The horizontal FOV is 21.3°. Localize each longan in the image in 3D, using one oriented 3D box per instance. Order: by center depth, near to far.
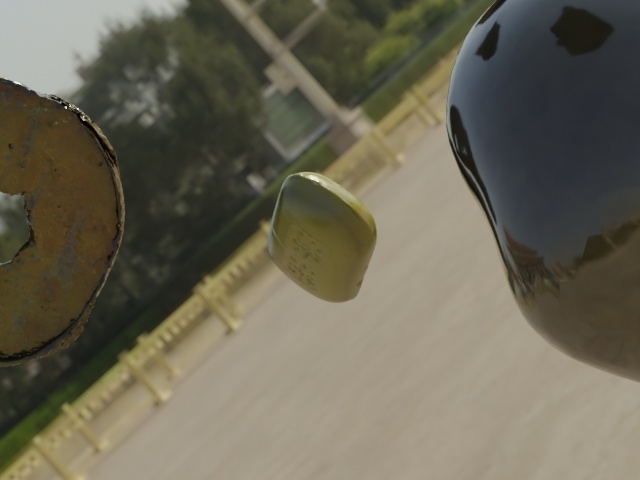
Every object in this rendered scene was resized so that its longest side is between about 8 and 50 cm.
[{"bbox_3d":[0.180,-0.045,0.890,0.248,0.248,0.248,-42,2,2],"label":"longan"}]

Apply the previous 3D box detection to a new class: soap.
[{"bbox_3d":[-0.001,0.001,1.331,0.045,0.089,0.140,-45,-14,-27],"label":"soap"}]

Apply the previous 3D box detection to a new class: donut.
[{"bbox_3d":[-0.295,-0.023,1.571,0.272,0.272,0.107,-41,5,14],"label":"donut"}]
